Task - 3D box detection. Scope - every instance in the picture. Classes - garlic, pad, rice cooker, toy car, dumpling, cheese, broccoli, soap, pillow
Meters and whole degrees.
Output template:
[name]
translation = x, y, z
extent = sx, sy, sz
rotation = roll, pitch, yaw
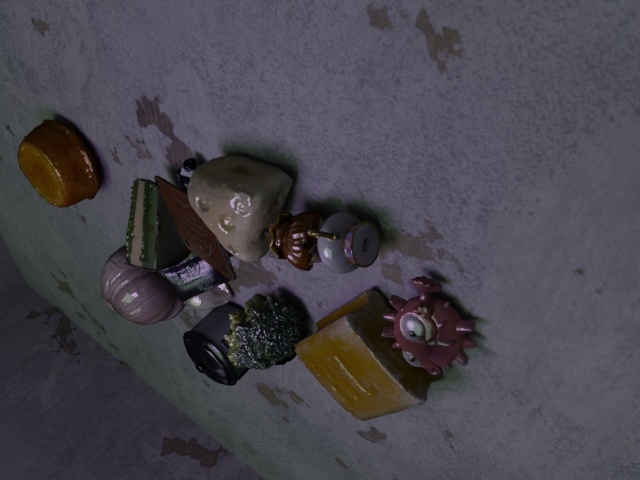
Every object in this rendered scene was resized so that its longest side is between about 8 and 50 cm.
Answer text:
[garlic]
translation = -0.635, 0.166, 2.124
extent = 0.317, 0.259, 0.317
rotation = 58, -178, -3
[pad]
translation = -0.358, -0.034, 1.719
extent = 0.286, 0.018, 0.284
rotation = 30, 147, 41
[rice cooker]
translation = -0.331, 0.358, 2.032
extent = 0.241, 0.227, 0.280
rotation = 51, 146, -7
[toy car]
translation = -0.328, -0.146, 1.637
extent = 0.080, 0.070, 0.171
rotation = 19, 140, 35
[dumpling]
translation = -0.390, 0.154, 2.006
extent = 0.111, 0.181, 0.155
rotation = -126, 26, -81
[cheese]
translation = -0.206, -0.086, 1.460
extent = 0.248, 0.173, 0.251
rotation = 30, 137, 24
[broccoli]
translation = -0.167, 0.265, 1.811
extent = 0.263, 0.247, 0.243
rotation = -63, 32, 17
[soap]
translation = 0.119, 0.307, 1.561
extent = 0.293, 0.156, 0.335
rotation = 51, 146, 0
[pillow]
translation = -0.388, 0.110, 1.906
extent = 0.208, 0.055, 0.141
rotation = -23, 117, 12

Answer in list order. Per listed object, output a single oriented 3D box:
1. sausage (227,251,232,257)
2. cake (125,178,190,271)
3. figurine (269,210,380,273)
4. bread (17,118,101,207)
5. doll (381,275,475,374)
[sausage]
translation = -0.241, -0.011, 1.683
extent = 0.078, 0.078, 0.304
rotation = 48, 146, -3
[cake]
translation = -0.524, -0.056, 1.967
extent = 0.158, 0.172, 0.284
rotation = 10, 100, 32
[figurine]
translation = 0.000, 0.000, 1.365
extent = 0.263, 0.142, 0.189
rotation = 5, 164, 41
[bread]
translation = -0.882, -0.251, 2.039
extent = 0.312, 0.172, 0.312
rotation = 28, 140, 26
[doll]
translation = 0.242, 0.195, 1.346
extent = 0.211, 0.093, 0.262
rotation = 8, 123, 21
